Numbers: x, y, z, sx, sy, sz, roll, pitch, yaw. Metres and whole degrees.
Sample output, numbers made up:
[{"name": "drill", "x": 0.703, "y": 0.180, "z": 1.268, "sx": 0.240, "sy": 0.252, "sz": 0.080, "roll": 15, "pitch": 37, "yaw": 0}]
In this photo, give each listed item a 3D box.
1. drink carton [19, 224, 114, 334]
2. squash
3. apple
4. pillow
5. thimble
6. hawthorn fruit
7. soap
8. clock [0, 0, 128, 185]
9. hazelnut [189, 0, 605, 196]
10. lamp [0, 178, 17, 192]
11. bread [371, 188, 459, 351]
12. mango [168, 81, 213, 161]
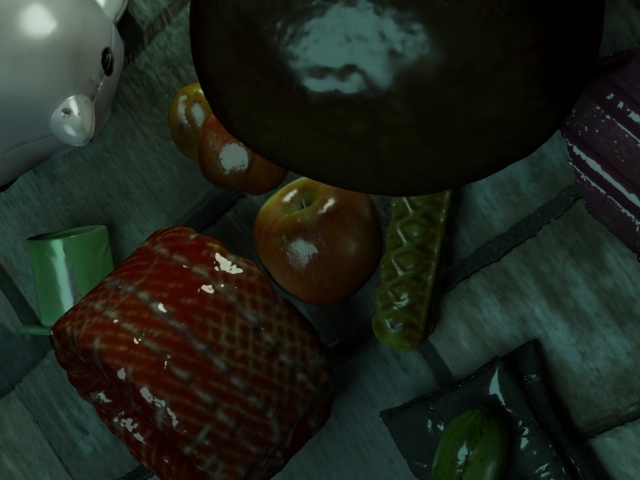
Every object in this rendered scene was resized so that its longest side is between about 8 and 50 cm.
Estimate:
[{"name": "drink carton", "x": -0.356, "y": 0.055, "z": 1.910, "sx": 0.146, "sy": 0.144, "sz": 0.142, "roll": -4, "pitch": 98, "yaw": 36}, {"name": "squash", "x": 0.166, "y": 0.343, "z": 1.560, "sx": 0.094, "sy": 0.094, "sz": 0.341, "roll": 18, "pitch": 123, "yaw": 29}, {"name": "apple", "x": 0.000, "y": 0.000, "z": 1.610, "sx": 0.163, "sy": 0.163, "sz": 0.139, "roll": -1, "pitch": 133, "yaw": 36}, {"name": "pillow", "x": 0.243, "y": 0.302, "z": 1.602, "sx": 0.228, "sy": 0.101, "sz": 0.326, "roll": -35, "pitch": 86, "yaw": 43}, {"name": "thimble", "x": -0.164, "y": 0.165, "z": 1.686, "sx": 0.350, "sy": 0.230, "sz": 0.350, "roll": 39, "pitch": 158, "yaw": 19}, {"name": "hawthorn fruit", "x": -0.098, "y": -0.115, "z": 1.655, "sx": 0.128, "sy": 0.128, "sz": 0.128, "roll": 15, "pitch": 117, "yaw": 31}, {"name": "soap", "x": 0.355, "y": -0.082, "z": 1.343, "sx": 0.289, "sy": 0.112, "sz": 0.182, "roll": 41, "pitch": 127, "yaw": 15}, {"name": "clock", "x": -0.456, "y": -0.235, "z": 1.724, "sx": 0.376, "sy": 0.368, "sz": 0.250, "roll": -3, "pitch": 149, "yaw": 19}, {"name": "hazelnut", "x": 0.077, "y": -0.234, "z": 1.304, "sx": 0.421, "sy": 0.421, "sz": 0.353, "roll": -16, "pitch": 117, "yaw": 39}, {"name": "lamp", "x": -0.552, "y": -0.132, "z": 1.978, "sx": 0.283, "sy": 0.124, "sz": 0.203, "roll": 19, "pitch": 130, "yaw": 31}, {"name": "bread", "x": 0.122, "y": -0.026, "z": 1.554, "sx": 0.077, "sy": 0.084, "sz": 0.368, "roll": 21, "pitch": 121, "yaw": 21}, {"name": "mango", "x": -0.159, "y": -0.154, "z": 1.718, "sx": 0.080, "sy": 0.060, "sz": 0.114, "roll": 26, "pitch": 123, "yaw": 12}]
